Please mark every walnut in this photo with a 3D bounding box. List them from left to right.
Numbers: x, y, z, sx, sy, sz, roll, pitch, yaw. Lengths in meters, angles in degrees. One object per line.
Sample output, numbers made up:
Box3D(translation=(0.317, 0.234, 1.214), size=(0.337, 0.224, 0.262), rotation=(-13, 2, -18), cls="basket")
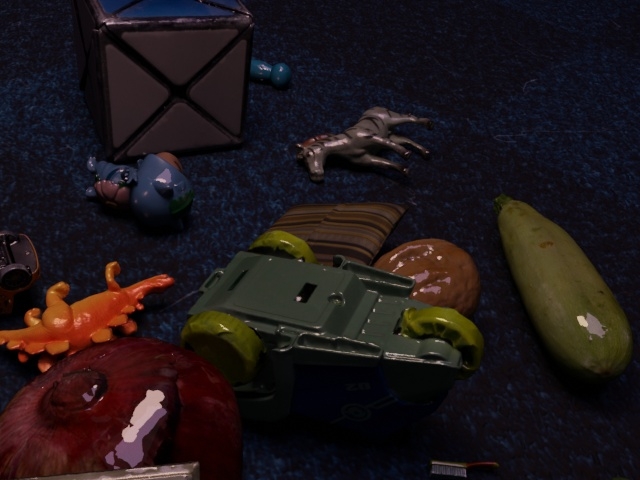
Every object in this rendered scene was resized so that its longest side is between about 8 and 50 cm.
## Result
Box3D(translation=(0.133, 0.071, 0.922), size=(0.166, 0.149, 0.166), rotation=(-18, 18, 6), cls="walnut")

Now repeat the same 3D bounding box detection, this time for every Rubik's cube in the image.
Box3D(translation=(-0.280, -0.314, 1.201), size=(0.260, 0.255, 0.259), rotation=(-8, 42, -23), cls="Rubik's cube")

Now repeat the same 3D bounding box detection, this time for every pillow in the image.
Box3D(translation=(0.000, 0.000, 1.001), size=(0.208, 0.052, 0.212), rotation=(0, 31, 31), cls="pillow")

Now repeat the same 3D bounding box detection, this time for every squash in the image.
Box3D(translation=(0.337, 0.053, 1.002), size=(0.118, 0.118, 0.370), rotation=(1, 37, -9), cls="squash")

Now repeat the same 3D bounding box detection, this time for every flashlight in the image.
Box3D(translation=(-0.121, -0.349, 1.424), size=(0.129, 0.051, 0.051), rotation=(16, 41, 10), cls="flashlight")

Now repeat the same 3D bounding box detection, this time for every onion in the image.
Box3D(translation=(-0.198, 0.201, 0.668), size=(0.246, 0.190, 0.246), rotation=(-8, 40, 6), cls="onion")

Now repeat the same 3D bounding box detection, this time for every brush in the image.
Box3D(translation=(0.166, 0.264, 0.794), size=(0.083, 0.019, 0.021), rotation=(3, 51, -7), cls="brush")

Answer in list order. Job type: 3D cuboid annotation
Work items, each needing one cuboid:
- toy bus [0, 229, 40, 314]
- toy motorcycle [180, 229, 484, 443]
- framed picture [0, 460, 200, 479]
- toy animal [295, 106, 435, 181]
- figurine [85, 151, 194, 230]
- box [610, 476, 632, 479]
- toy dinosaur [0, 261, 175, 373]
Box3D(translation=(-0.451, 0.060, 0.861), size=(0.194, 0.088, 0.083), rotation=(-17, 47, -24), cls="toy bus")
Box3D(translation=(0.018, 0.133, 0.798), size=(0.326, 0.200, 0.191), rotation=(12, 38, 19), cls="toy motorcycle")
Box3D(translation=(-0.231, 0.290, 0.557), size=(0.273, 0.216, 0.016), rotation=(-3, 12, -12), cls="framed picture")
Box3D(translation=(0.095, -0.168, 1.231), size=(0.255, 0.090, 0.170), rotation=(-25, 47, -37), cls="toy animal")
Box3D(translation=(-0.269, -0.093, 1.065), size=(0.178, 0.114, 0.144), rotation=(11, 38, 16), cls="figurine")
Box3D(translation=(0.239, 0.350, 0.492), size=(0.178, 0.329, 0.253), rotation=(15, 38, 25), cls="box")
Box3D(translation=(-0.308, 0.111, 0.848), size=(0.288, 0.070, 0.117), rotation=(-22, 49, -25), cls="toy dinosaur")
